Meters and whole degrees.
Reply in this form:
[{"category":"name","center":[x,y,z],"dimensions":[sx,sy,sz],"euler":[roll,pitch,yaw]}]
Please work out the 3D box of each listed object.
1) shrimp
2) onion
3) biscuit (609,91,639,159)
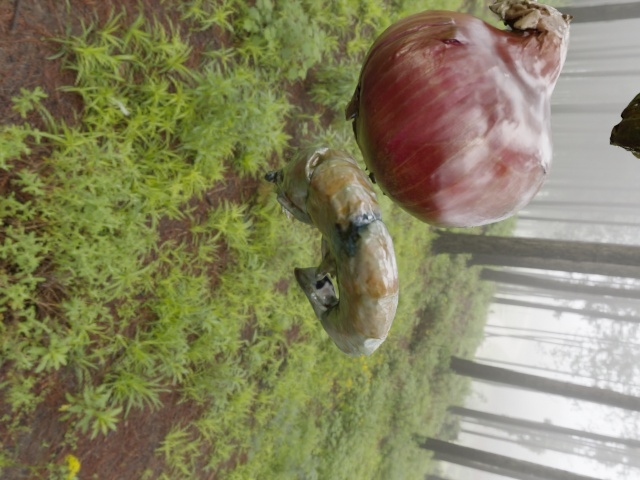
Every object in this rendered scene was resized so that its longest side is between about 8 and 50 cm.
[{"category":"shrimp","center":[0.000,0.000,0.620],"dimensions":[0.360,0.086,0.246],"euler":[-131,-145,-58]},{"category":"onion","center":[0.197,-0.175,0.775],"dimensions":[0.354,0.354,0.353],"euler":[5,90,-66]},{"category":"biscuit","center":[0.381,-0.202,0.355],"dimensions":[0.388,0.073,0.107],"euler":[-53,-161,12]}]
